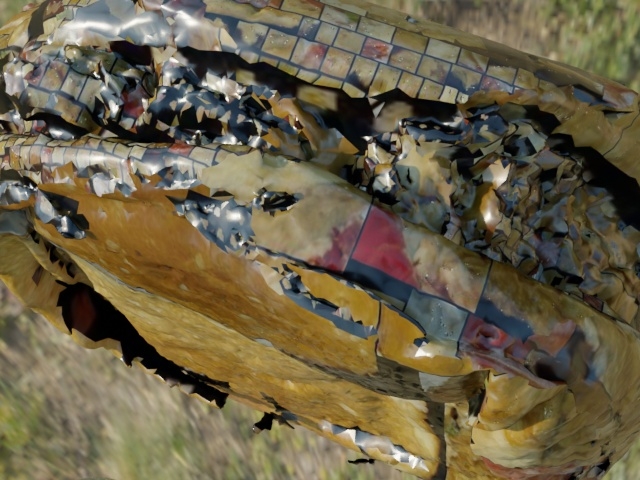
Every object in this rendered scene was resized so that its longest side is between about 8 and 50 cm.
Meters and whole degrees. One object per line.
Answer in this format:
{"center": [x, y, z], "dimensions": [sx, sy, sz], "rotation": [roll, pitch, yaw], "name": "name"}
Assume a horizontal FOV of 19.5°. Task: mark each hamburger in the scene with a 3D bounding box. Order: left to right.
{"center": [0.000, 0.000, 0.562], "dimensions": [0.231, 0.231, 0.107], "rotation": [17, 77, 8], "name": "hamburger"}

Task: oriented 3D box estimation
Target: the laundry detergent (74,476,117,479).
{"center": [-0.159, 0.184, 0.873], "dimensions": [0.091, 0.253, 0.181], "rotation": [52, 54, -10], "name": "laundry detergent"}
